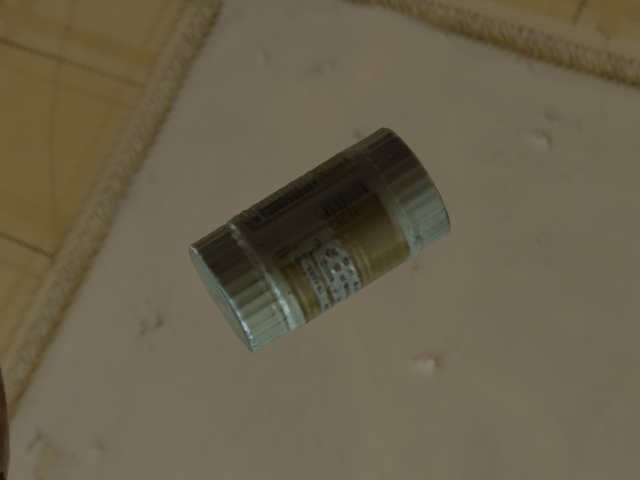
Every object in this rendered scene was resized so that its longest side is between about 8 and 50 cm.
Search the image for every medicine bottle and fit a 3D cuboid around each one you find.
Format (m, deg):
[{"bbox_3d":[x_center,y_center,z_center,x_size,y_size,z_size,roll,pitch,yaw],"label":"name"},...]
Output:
[{"bbox_3d":[0.000,0.000,0.640,0.083,0.047,0.047,-32,-118,-9],"label":"medicine bottle"}]

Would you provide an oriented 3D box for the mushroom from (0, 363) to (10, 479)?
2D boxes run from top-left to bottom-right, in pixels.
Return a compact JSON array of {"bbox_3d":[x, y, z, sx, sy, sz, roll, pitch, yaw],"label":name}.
[{"bbox_3d":[-0.264,0.074,0.667,0.283,0.195,0.263,32,-93,3],"label":"mushroom"}]
